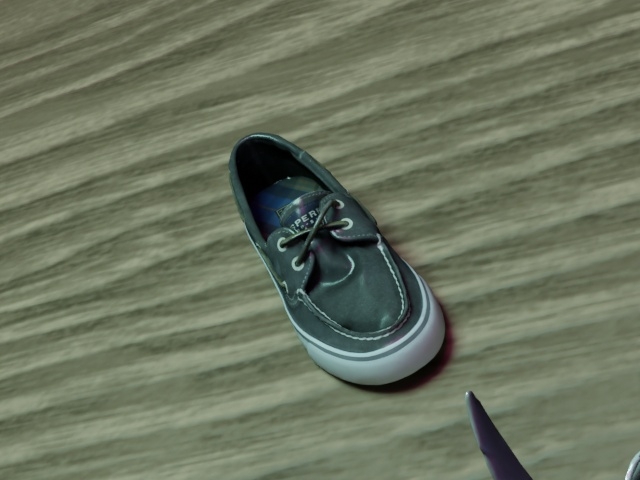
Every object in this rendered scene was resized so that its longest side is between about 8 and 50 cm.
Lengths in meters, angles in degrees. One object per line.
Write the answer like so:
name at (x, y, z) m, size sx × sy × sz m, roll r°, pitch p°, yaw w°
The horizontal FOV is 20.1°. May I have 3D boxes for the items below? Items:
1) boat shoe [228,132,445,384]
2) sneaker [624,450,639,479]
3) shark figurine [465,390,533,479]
boat shoe at (0.000, 0.000, 1.066) m, size 0.080 × 0.076 × 0.228 m, roll -31°, pitch 35°, yaw -1°
sneaker at (0.138, 0.132, 0.766) m, size 0.281 × 0.115 × 0.105 m, roll -33°, pitch 35°, yaw -4°
shark figurine at (0.196, 0.088, 0.682) m, size 0.278 × 0.166 × 0.116 m, roll -6°, pitch 73°, yaw 2°
